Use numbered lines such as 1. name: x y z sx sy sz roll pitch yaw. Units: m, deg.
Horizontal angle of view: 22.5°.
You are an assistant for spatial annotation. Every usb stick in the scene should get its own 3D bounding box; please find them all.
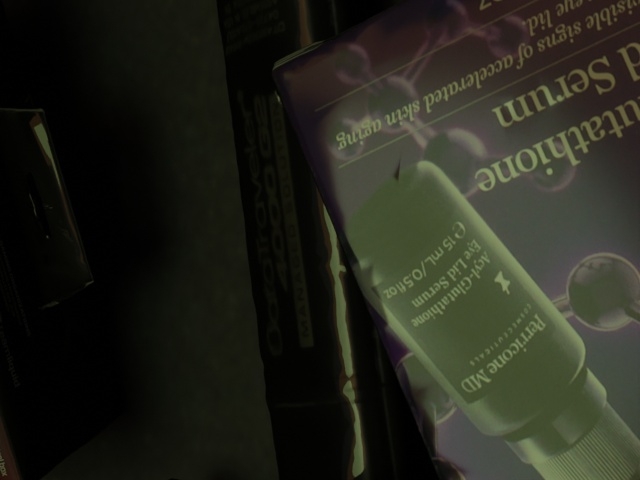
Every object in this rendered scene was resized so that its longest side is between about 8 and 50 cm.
1. usb stick: 0.000 0.000 0.625 0.077 0.045 0.278 -12 85 57

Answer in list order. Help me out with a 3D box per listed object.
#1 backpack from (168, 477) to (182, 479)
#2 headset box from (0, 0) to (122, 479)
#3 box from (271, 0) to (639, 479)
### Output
1. backpack: -0.073 0.210 0.649 0.152 0.115 0.182 45 119 23
2. headset box: -0.234 0.010 0.694 0.293 0.110 0.218 -12 99 17
3. box: 0.103 0.009 0.490 0.153 0.108 0.207 -27 81 20
